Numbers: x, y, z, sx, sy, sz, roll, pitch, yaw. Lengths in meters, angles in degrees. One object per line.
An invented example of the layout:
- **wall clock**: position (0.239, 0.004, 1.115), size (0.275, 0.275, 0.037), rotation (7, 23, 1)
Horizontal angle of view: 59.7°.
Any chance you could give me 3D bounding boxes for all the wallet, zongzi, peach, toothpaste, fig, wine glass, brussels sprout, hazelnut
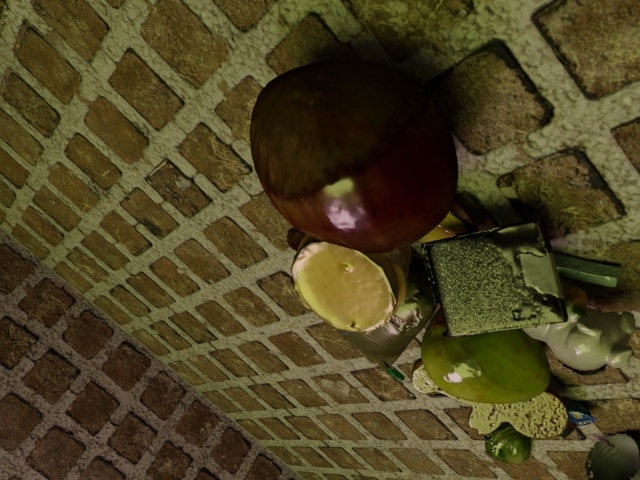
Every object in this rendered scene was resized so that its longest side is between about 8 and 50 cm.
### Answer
- **wallet**: position (0.354, 0.084, 1.161), size (0.262, 0.071, 0.220), rotation (-13, 89, 30)
- **zongzi**: position (0.114, 0.139, 1.532), size (0.393, 0.174, 0.356), rotation (38, 138, 9)
- **peach**: position (0.235, -0.060, 1.283), size (0.279, 0.068, 0.189), rotation (25, 151, 8)
- **toothpaste**: position (0.250, 0.448, 1.895), size (0.083, 0.017, 0.020), rotation (40, 146, -9)
- **fig**: position (0.417, 0.282, 1.387), size (0.326, 0.258, 0.258), rotation (26, 145, -12)
- **wine glass**: position (0.909, 0.694, 1.544), size (0.357, 0.190, 0.190), rotation (36, 144, -9)
- **brussels sprout**: position (0.612, 0.667, 1.815), size (0.139, 0.100, 0.181), rotation (-35, 97, 32)
- **hazelnut**: position (0.063, -0.152, 1.081), size (0.421, 0.352, 0.421), rotation (20, 158, 8)

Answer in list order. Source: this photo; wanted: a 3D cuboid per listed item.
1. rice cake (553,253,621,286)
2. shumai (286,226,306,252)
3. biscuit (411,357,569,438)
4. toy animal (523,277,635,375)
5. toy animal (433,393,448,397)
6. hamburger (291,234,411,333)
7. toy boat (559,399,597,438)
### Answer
- **rice cake**: position (0.518, 0.053, 1.219), size (0.245, 0.042, 0.045), rotation (13, 151, 25)
- **shumai**: position (0.006, 0.003, 1.465), size (0.184, 0.142, 0.184), rotation (23, 143, 19)
- **biscuit**: position (0.475, 0.403, 1.555), size (0.432, 0.064, 0.283), rotation (25, 110, 11)
- **toy animal**: position (0.505, 0.165, 1.220), size (0.325, 0.208, 0.154), rotation (16, 118, 27)
- **toy animal**: position (0.438, 0.427, 1.656), size (0.220, 0.108, 0.062), rotation (-22, 114, 25)
- **hamburger**: position (0.088, 0.060, 1.335), size (0.277, 0.237, 0.276), rotation (12, 123, 19)
- **toy boat**: position (0.682, 0.506, 1.560), size (0.175, 0.110, 0.091), rotation (-15, 123, 44)
